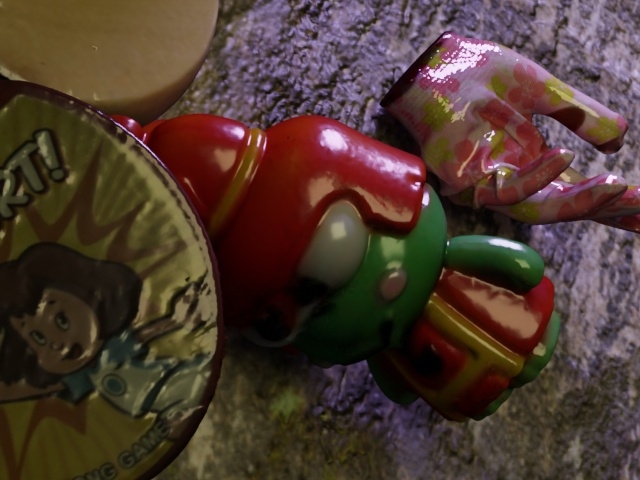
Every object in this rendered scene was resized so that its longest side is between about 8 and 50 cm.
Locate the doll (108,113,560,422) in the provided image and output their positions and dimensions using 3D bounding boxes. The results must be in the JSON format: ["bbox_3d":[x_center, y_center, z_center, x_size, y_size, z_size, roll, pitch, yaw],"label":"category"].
[{"bbox_3d":[0.000,0.001,0.988,0.363,0.182,0.160,26,47,-16],"label":"doll"}]

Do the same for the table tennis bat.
[{"bbox_3d":[-0.243,-0.003,0.876,0.414,0.051,0.268,44,80,1],"label":"table tennis bat"}]

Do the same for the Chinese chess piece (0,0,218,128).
[{"bbox_3d":[-0.197,-0.187,1.000,0.251,0.097,0.251,12,65,-27],"label":"Chinese chess piece"}]

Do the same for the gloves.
[{"bbox_3d":[0.174,-0.074,1.167,0.241,0.126,0.145,42,30,-6],"label":"gloves"}]
